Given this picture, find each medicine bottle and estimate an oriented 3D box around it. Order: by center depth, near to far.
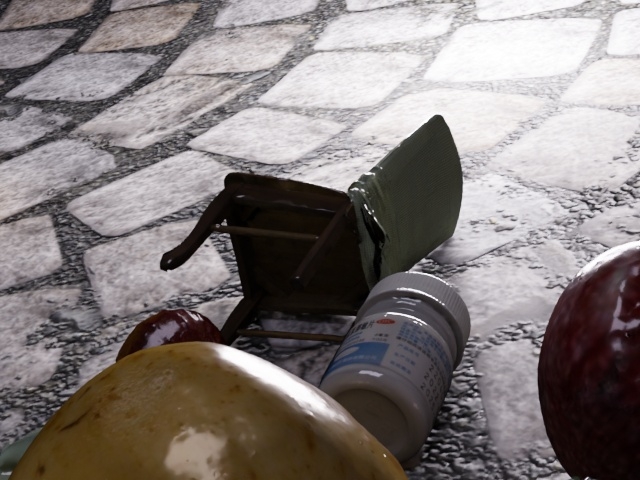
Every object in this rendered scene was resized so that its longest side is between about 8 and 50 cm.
[{"bbox_3d":[0.065,0.111,1.387,0.105,0.105,0.168,-2,29,22],"label":"medicine bottle"}]

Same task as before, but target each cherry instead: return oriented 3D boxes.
[{"bbox_3d":[0.271,0.117,1.128,0.230,0.300,0.203,10,65,20],"label":"cherry"}]

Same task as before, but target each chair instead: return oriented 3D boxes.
[{"bbox_3d":[0.000,0.000,1.573,0.186,0.160,0.319,4,34,27],"label":"chair"}]

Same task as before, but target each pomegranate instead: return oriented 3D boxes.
[{"bbox_3d":[-0.075,0.209,1.071,0.307,0.307,0.307,-10,27,5],"label":"pomegranate"}]

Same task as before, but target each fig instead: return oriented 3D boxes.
[{"bbox_3d":[-0.135,0.136,1.462,0.119,0.153,0.119,3,60,-5],"label":"fig"}]

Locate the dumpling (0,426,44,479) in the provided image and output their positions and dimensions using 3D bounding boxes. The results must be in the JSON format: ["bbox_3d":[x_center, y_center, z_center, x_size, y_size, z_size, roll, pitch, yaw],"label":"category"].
[{"bbox_3d":[-0.165,0.192,1.332,0.217,0.104,0.149,5,32,32],"label":"dumpling"}]

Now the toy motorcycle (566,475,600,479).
[{"bbox_3d":[0.171,0.259,0.971,0.127,0.275,0.205,-24,62,-1],"label":"toy motorcycle"}]
